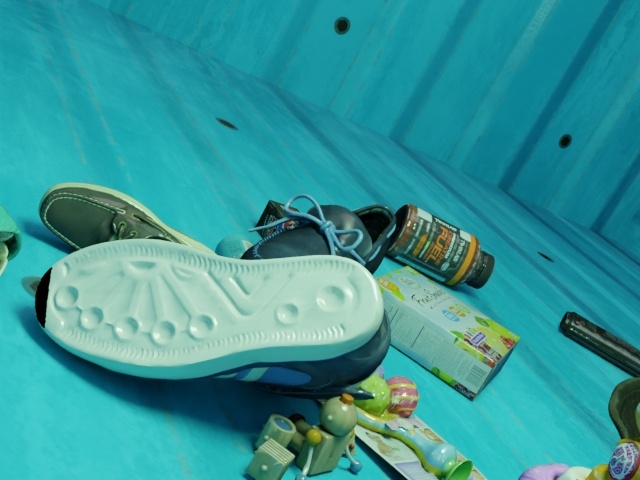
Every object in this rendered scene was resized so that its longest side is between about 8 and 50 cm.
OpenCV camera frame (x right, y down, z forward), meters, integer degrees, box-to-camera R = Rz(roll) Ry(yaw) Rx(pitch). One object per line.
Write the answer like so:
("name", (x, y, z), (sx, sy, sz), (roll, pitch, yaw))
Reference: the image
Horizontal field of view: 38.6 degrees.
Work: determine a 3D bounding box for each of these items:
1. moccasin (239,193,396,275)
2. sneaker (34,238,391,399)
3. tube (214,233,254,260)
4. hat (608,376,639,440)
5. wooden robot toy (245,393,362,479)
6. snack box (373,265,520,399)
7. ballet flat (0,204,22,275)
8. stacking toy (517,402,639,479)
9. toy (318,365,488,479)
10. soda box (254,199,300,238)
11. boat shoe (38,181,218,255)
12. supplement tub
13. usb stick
("moccasin", (0.000, 0.000, 1.147), (0.137, 0.117, 0.342), (37, 19, 9))
("sneaker", (-0.092, 0.097, 0.905), (0.322, 0.130, 0.236), (0, -23, 2))
("tube", (-0.081, 0.066, 1.104), (0.080, 0.052, 0.207), (9, 27, -25))
("hat", (0.268, 0.288, 0.776), (0.331, 0.133, 0.331), (42, 37, -42))
("wooden robot toy", (-0.003, 0.170, 0.845), (0.076, 0.079, 0.173), (38, 17, 30))
("snack box", (0.168, 0.125, 1.310), (0.207, 0.070, 0.174), (32, 16, 16))
("ballet flat", (-0.323, 0.018, 0.770), (0.087, 0.083, 0.247), (43, 17, -3))
("stacking toy", (0.159, 0.211, 0.585), (0.165, 0.302, 0.175), (26, 17, -11))
("toy", (0.074, 0.178, 1.001), (0.136, 0.056, 0.237), (11, 24, -50))
("soda box", (-0.034, 0.004, 1.363), (0.060, 0.053, 0.169), (17, 19, -37))
("boat shoe", (-0.203, 0.007, 1.007), (0.223, 0.080, 0.073), (29, 10, -18))
("supplement tub", (0.220, 0.017, 1.674), (0.197, 0.106, 0.106), (25, 16, -12))
("usb stick", (0.599, 0.228, 1.795), (0.278, 0.045, 0.077), (31, 23, 7))
